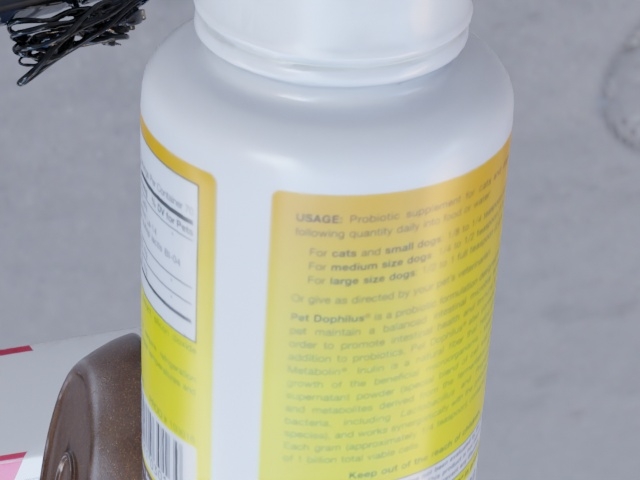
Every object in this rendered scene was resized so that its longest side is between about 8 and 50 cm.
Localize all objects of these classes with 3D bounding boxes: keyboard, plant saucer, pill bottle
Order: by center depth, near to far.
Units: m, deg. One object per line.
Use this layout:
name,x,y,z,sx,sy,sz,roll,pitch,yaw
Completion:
pill bottle,0.000,0.000,0.638,0.117,0.117,0.215,-6,122,-15
keyboard,-0.104,-0.129,0.853,0.038,0.100,0.192,-15,-172,31
plant saucer,-0.115,0.127,0.966,0.029,0.168,0.168,9,151,-17

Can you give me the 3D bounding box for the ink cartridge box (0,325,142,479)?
ink cartridge box,-0.172,0.180,1.322,0.172,0.100,0.237,-9,136,4
